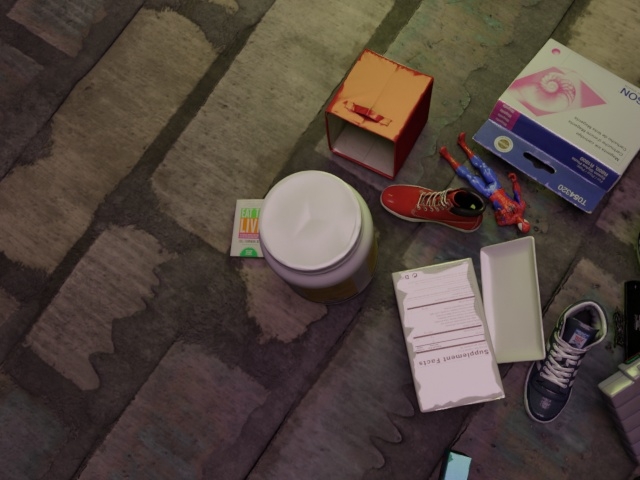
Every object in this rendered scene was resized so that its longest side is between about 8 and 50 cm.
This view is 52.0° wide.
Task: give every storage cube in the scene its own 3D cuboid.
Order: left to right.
[{"bbox_3d":[0.138,-0.295,1.552,0.184,0.215,0.193,27,74,14],"label":"storage cube"}]

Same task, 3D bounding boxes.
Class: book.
[{"bbox_3d":[-0.166,-0.028,1.615,0.096,0.035,0.144,1,77,12],"label":"book"}]

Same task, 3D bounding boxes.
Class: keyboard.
[{"bbox_3d":[0.684,0.182,1.448,0.100,0.038,0.192,10,75,-14],"label":"keyboard"}]

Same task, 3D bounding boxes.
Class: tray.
[{"bbox_3d":[0.429,0.135,1.459,0.145,0.030,0.270,-18,67,48],"label":"tray"}]

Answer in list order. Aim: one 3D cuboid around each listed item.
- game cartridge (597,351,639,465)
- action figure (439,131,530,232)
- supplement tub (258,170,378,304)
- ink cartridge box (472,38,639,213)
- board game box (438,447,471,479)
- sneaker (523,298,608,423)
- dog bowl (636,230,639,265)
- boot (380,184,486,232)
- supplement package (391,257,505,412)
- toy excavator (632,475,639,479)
[{"bbox_3d":[0.746,0.278,1.327,0.355,0.068,0.230,-32,111,-1],"label":"game cartridge"},{"bbox_3d":[0.392,-0.135,1.513,0.091,0.139,0.280,-37,76,-1],"label":"action figure"},{"bbox_3d":[0.000,0.000,1.426,0.241,0.331,0.241,-2,75,7],"label":"supplement tub"},{"bbox_3d":[0.580,-0.276,1.525,0.324,0.071,0.330,36,70,14],"label":"ink cartridge box"},{"bbox_3d":[0.258,0.538,1.341,0.047,0.160,0.210,12,78,10],"label":"board game box"},{"bbox_3d":[0.514,0.249,1.383,0.099,0.153,0.282,25,80,14],"label":"sneaker"},{"bbox_3d":[0.819,0.002,1.389,0.265,0.104,0.264,-9,56,13],"label":"dog bowl"},{"bbox_3d":[0.253,-0.094,1.497,0.244,0.176,0.088,15,80,13],"label":"boot"},{"bbox_3d":[0.268,0.210,1.414,0.175,0.177,0.292,-11,75,4],"label":"supplement package"},{"bbox_3d":[0.662,0.736,1.190,0.445,0.222,0.433,40,105,17],"label":"toy excavator"}]
